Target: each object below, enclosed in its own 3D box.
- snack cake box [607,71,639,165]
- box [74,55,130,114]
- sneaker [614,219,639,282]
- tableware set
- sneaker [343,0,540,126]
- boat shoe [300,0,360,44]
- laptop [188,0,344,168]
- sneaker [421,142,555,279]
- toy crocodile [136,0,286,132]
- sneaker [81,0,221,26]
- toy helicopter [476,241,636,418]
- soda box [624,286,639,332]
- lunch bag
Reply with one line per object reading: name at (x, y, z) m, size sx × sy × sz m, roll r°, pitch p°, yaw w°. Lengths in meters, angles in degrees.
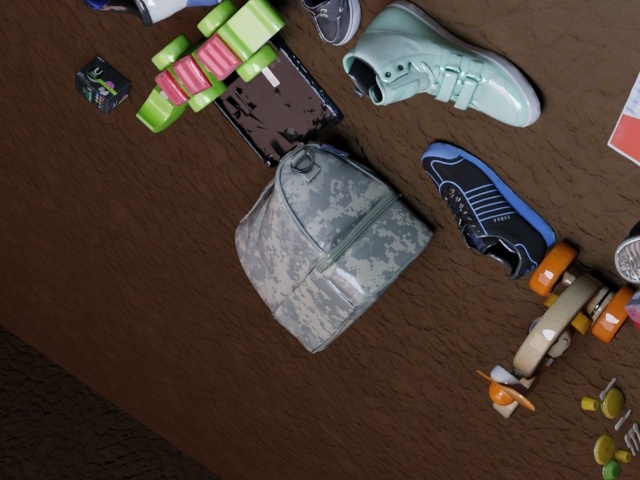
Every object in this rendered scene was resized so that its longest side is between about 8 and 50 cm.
snack cake box at (0.430, -0.167, 1.416) m, size 0.152 × 0.089 × 0.264 m, roll 34°, pitch 151°, yaw 15°
box at (-0.402, -0.285, 2.388) m, size 0.083 × 0.062 × 0.052 m, roll 39°, pitch 151°, yaw 9°
sneaker at (0.478, -0.010, 1.595) m, size 0.222 × 0.118 × 0.083 m, roll -6°, pitch 109°, yaw 22°
tableware set at (0.445, 0.294, 2.008) m, size 0.024 × 0.104 × 0.154 m, roll 9°, pitch 135°, yaw 50°
sneaker at (0.150, -0.194, 1.684) m, size 0.256 × 0.151 × 0.094 m, roll 35°, pitch 149°, yaw 15°
boat shoe at (0.005, -0.342, 1.754) m, size 0.080 × 0.076 × 0.228 m, roll 34°, pitch 150°, yaw 19°
laptop at (-0.104, -0.248, 2.098) m, size 0.264 × 0.136 × 0.234 m, roll -32°, pitch 104°, yaw 35°
sneaker at (0.225, -0.042, 1.855) m, size 0.232 × 0.090 × 0.081 m, roll 40°, pitch 152°, yaw 8°
toy crocodile at (-0.170, -0.266, 1.943) m, size 0.115 × 0.105 × 0.340 m, roll 51°, pitch 139°, yaw -12°
sneaker at (-0.296, -0.433, 1.853) m, size 0.316 × 0.182 × 0.127 m, roll 56°, pitch 171°, yaw 6°
toy helicopter at (0.311, 0.181, 1.890) m, size 0.140 × 0.235 × 0.355 m, roll 36°, pitch 151°, yaw 14°
soda box at (0.519, 0.083, 1.632) m, size 0.263 × 0.092 × 0.083 m, roll -6°, pitch 124°, yaw 56°
lunch bag at (0.000, 0.000, 2.082) m, size 0.256 × 0.212 × 0.305 m, roll 43°, pitch 152°, yaw 1°
